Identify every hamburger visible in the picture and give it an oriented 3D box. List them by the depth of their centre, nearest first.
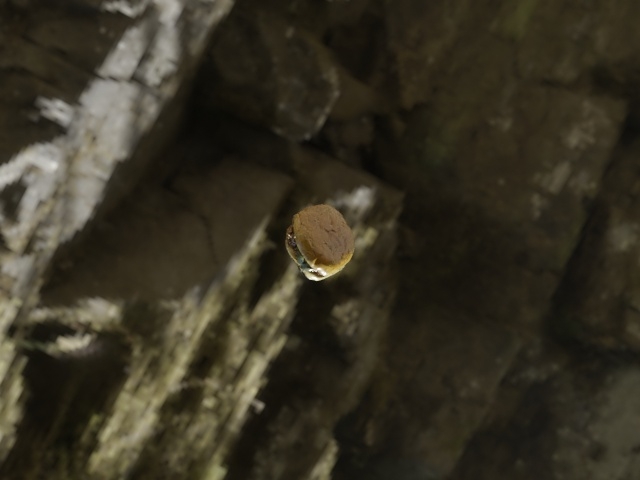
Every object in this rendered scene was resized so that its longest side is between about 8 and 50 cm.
[{"bbox_3d":[0.000,0.000,1.578,0.076,0.044,0.083,53,-139,-5],"label":"hamburger"}]
